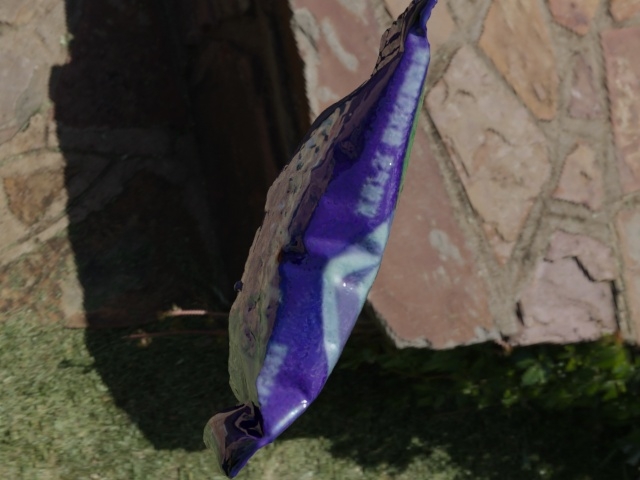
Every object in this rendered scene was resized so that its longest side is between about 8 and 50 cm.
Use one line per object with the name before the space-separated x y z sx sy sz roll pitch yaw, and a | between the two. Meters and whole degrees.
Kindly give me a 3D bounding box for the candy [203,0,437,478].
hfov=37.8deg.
candy | 0.000 0.000 0.510 0.070 0.145 0.275 23 89 -8
